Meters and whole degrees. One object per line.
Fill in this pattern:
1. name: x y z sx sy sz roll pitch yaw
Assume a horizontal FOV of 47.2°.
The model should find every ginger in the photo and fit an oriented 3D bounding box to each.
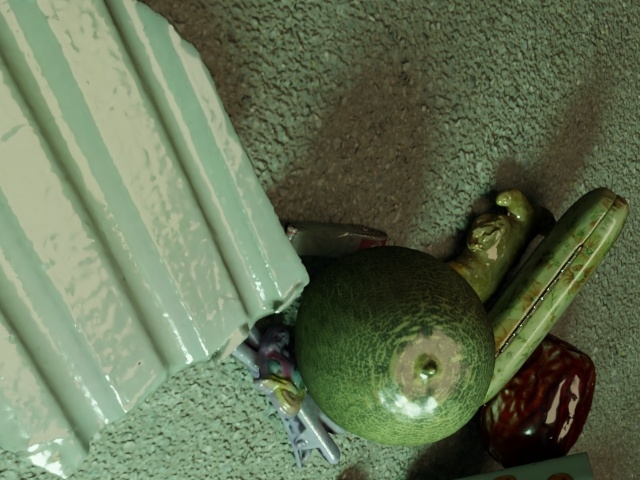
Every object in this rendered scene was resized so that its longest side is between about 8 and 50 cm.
1. ginger: 0.293 0.015 1.232 0.333 0.080 0.166 -37 131 -21

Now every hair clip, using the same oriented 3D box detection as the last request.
1. hair clip: -0.039 0.212 1.035 0.278 0.090 0.137 66 29 -29

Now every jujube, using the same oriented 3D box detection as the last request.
1. jujube: 0.385 0.293 1.294 0.183 0.183 0.243 21 101 -37

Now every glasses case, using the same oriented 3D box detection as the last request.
1. glasses case: 0.356 0.095 1.212 0.425 0.098 0.156 -54 168 3

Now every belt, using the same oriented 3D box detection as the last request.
1. belt: 0.000 0.000 1.025 0.232 0.071 0.053 3 105 -36

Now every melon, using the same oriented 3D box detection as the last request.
1. melon: 0.085 0.129 0.944 0.248 0.329 0.249 -1 92 -15

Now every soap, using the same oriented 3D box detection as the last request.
1. soap: -0.264 -0.046 0.740 0.350 0.213 0.435 -34 118 -22

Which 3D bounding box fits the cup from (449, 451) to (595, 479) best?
1. cup: 0.302 0.481 1.183 0.317 0.212 0.212 -16 116 14
